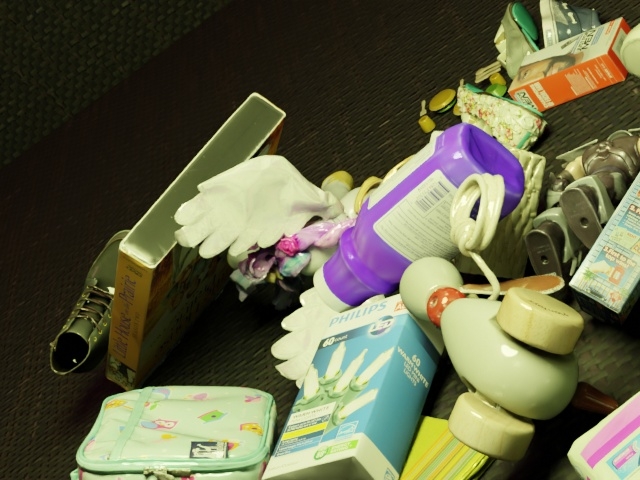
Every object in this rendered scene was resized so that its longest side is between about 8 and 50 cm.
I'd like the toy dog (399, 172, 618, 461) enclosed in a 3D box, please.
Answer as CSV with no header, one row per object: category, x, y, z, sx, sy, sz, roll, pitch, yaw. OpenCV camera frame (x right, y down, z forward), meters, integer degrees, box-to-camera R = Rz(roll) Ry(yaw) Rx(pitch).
toy dog,0.201,0.104,1.635,0.220,0.161,0.333,-56,23,30

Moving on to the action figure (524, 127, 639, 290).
action figure,0.326,-0.056,1.835,0.185,0.099,0.285,-30,8,38

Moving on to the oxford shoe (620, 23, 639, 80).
oxford shoe,0.428,-0.139,1.638,0.130,0.169,0.449,-64,22,5

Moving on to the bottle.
bottle,0.104,-0.015,1.812,0.283,0.118,0.092,-42,23,35

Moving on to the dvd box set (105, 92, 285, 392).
dvd box set,-0.183,0.015,2.224,0.307,0.062,0.420,-51,-10,-29

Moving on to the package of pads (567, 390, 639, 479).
package of pads,0.377,0.163,1.317,0.296,0.101,0.229,-39,21,1

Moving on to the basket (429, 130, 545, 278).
basket,0.190,-0.040,1.897,0.103,0.113,0.167,19,101,60

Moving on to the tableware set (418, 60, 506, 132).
tableware set,0.218,-0.211,2.404,0.154,0.024,0.104,-27,28,24

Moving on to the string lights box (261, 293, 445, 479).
string lights box,0.044,0.182,1.764,0.133,0.077,0.259,-20,31,35

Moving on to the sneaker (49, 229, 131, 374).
sneaker,-0.310,0.093,2.241,0.118,0.083,0.222,-23,-45,-84

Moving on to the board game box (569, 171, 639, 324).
board game box,0.334,-0.010,1.622,0.194,0.060,0.194,-59,-16,-1

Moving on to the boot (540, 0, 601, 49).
boot,0.372,-0.320,2.338,0.086,0.069,0.190,-7,23,9

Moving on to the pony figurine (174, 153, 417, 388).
pony figurine,0.000,0.000,2.059,0.351,0.303,0.363,-37,5,-19

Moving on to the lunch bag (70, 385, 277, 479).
lunch bag,-0.164,0.247,1.807,0.224,0.108,0.279,2,11,2

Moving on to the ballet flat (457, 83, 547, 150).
ballet flat,0.238,-0.169,2.215,0.077,0.091,0.241,-63,17,5

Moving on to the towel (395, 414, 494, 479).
towel,0.103,0.233,1.720,0.102,0.021,0.237,-44,22,-22

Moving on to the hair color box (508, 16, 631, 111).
hair color box,0.354,-0.242,2.208,0.167,0.053,0.093,-21,29,40

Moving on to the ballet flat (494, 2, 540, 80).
ballet flat,0.294,-0.301,2.394,0.068,0.072,0.213,-36,22,18
